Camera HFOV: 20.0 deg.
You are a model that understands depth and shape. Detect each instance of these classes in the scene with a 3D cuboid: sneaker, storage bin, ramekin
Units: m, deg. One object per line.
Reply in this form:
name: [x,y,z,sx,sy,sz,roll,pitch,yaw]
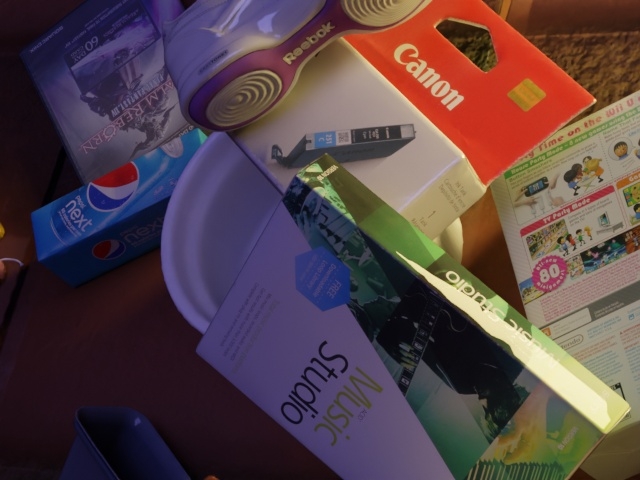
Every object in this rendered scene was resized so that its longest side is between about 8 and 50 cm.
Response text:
sneaker: [-0.016,-0.231,1.614,0.305,0.114,0.152,-32,51,6]
storage bin: [-0.189,0.235,1.729,0.135,0.098,0.091,49,120,38]
ramekin: [0.000,0.000,1.716,0.277,0.135,0.277,-13,59,23]

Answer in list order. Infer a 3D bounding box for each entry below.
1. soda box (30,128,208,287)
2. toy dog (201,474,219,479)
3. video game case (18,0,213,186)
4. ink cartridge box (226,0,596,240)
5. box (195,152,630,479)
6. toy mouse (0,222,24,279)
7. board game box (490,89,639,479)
soda box: [-0.193,-0.033,1.884,0.210,0.071,0.067,-26,54,15]
toy dog: [-0.086,0.315,1.379,0.333,0.161,0.220,-56,4,-37]
video game case: [-0.214,-0.177,2.008,0.196,0.026,0.274,-36,51,7]
ink cartridge box: [0.055,-0.134,1.632,0.261,0.066,0.296,-41,50,-1]
box: [0.066,0.113,1.497,0.322,0.232,0.058,39,41,10]
toy mouse: [-0.400,0.029,1.993,0.161,0.031,0.143,21,76,36]
board game box: [0.285,0.025,1.550,0.224,0.097,0.303,-27,53,22]
